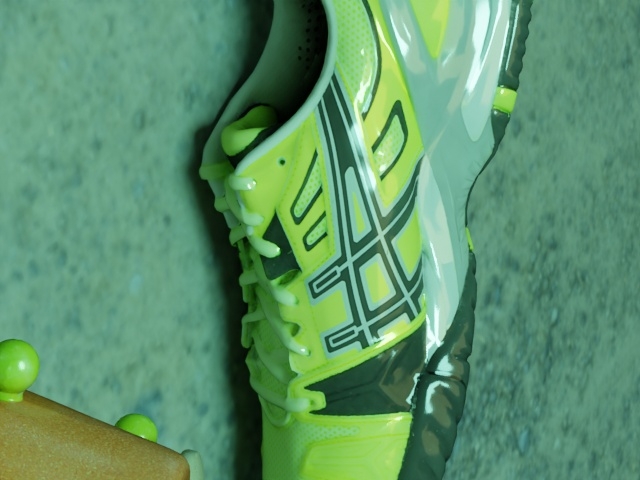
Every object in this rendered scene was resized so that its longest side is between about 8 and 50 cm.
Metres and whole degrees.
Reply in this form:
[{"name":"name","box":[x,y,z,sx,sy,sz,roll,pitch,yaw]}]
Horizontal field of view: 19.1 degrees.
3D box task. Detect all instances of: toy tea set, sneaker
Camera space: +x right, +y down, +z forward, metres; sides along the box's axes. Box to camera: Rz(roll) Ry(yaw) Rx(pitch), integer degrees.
[{"name":"toy tea set","box":[-0.139,0.202,0.711,0.200,0.124,0.336,96,8,-70]},{"name":"sneaker","box":[0.000,0.000,1.022,0.147,0.145,0.385,6,94,-26]}]
